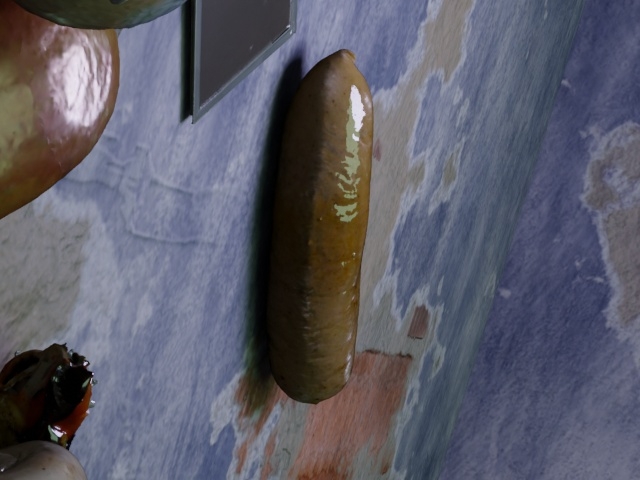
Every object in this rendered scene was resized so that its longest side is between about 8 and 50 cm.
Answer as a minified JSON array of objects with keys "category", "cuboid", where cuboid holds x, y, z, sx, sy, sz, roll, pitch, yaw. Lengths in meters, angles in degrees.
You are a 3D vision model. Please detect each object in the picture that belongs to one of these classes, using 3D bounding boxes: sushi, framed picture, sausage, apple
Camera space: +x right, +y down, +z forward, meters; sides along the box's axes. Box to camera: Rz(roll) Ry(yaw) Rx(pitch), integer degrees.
[{"category":"sushi","cuboid":[-0.271,0.169,1.511,0.226,0.097,0.103,-58,173,26]},{"category":"framed picture","cuboid":[-0.081,-0.264,1.788,0.252,0.014,0.197,-49,150,-50]},{"category":"sausage","cuboid":[-0.001,0.001,2.071,0.136,0.123,0.500,-50,150,-53]},{"category":"apple","cuboid":[-0.278,-0.134,1.195,0.179,0.254,0.346,-31,-164,46]}]

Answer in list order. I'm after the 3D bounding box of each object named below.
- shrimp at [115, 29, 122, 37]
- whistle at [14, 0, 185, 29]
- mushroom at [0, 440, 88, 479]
[{"category":"shrimp","cuboid":[-0.172,-0.275,1.455,0.178,0.075,0.289,-32,135,-74]},{"category":"whistle","cuboid":[-0.159,-0.270,1.149,0.189,0.189,0.347,83,-12,-49]},{"category":"mushroom","cuboid":[-0.310,0.224,1.372,0.206,0.209,0.206,-52,-177,4]}]
